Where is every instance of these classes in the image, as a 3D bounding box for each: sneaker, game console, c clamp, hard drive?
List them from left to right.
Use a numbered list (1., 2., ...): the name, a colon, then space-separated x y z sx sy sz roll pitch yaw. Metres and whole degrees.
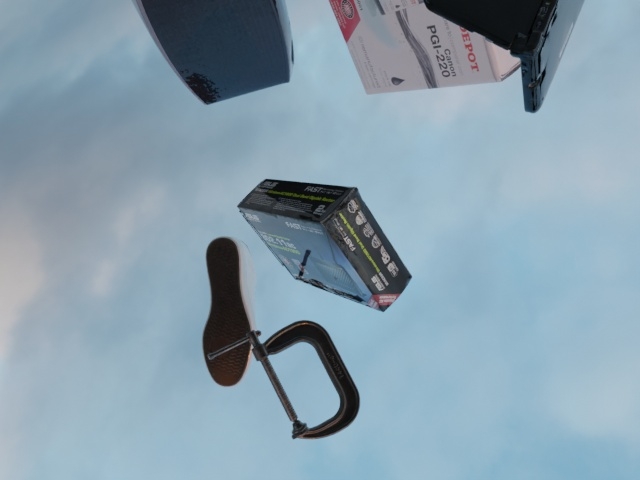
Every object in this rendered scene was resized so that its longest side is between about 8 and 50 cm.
1. hard drive: -0.124 -0.262 0.635 0.172 0.254 0.054 -14 -109 3
2. sneaker: -0.163 0.137 1.025 0.106 0.123 0.289 1 -91 11
3. c clamp: -0.033 0.167 0.614 0.137 0.022 0.160 -31 -99 -23
4. game console: 0.134 -0.170 0.359 0.071 0.107 0.122 19 -104 30

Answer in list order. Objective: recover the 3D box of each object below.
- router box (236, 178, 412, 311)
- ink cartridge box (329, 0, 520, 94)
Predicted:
1. router box: 0.000 0.000 0.401 0.038 0.092 0.123 -48 -148 -21
2. ink cartridge box: 0.129 -0.271 0.625 0.092 0.158 0.218 -44 -148 -26
